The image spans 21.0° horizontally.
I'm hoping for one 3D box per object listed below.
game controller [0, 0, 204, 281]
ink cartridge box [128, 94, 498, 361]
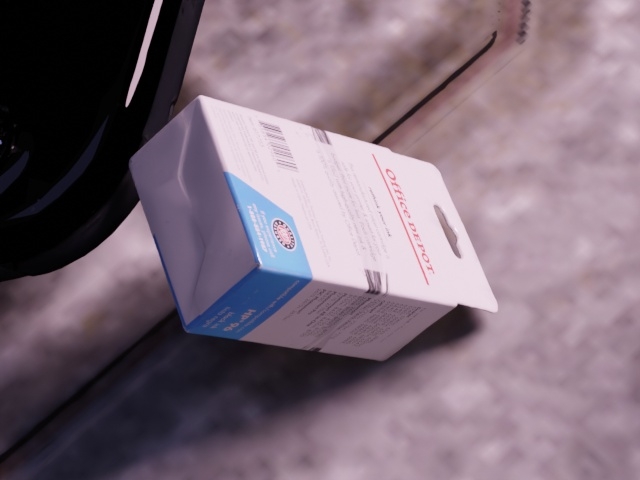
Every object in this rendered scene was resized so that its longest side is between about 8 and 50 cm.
[{"bbox_3d":[-0.096,-0.131,0.484,0.166,0.067,0.319,7,62,11],"label":"game controller"},{"bbox_3d":[0.000,0.000,0.407,0.028,0.083,0.048,-40,56,31],"label":"ink cartridge box"}]
